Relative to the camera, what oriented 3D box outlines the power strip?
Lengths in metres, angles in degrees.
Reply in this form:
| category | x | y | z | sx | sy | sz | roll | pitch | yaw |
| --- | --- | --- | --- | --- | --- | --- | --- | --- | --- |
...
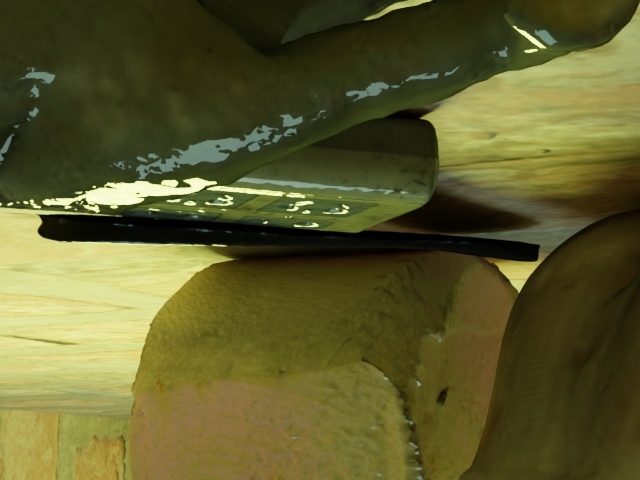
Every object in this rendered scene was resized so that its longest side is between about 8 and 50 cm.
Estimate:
| category | x | y | z | sx | sy | sz | roll | pitch | yaw |
| --- | --- | --- | --- | --- | --- | --- | --- | --- | --- |
| power strip | -0.088 | -0.032 | 0.608 | 0.268 | 0.034 | 0.092 | 4 | 171 | -20 |

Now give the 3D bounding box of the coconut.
| category | x | y | z | sx | sy | sz | roll | pitch | yaw |
| --- | --- | --- | --- | --- | --- | --- | --- | --- | --- |
| coconut | 0.001 | 0.119 | 0.985 | 0.245 | 0.233 | 0.233 | -9 | 167 | 35 |

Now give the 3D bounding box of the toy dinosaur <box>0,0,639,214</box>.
| category | x | y | z | sx | sy | sz | roll | pitch | yaw |
| --- | --- | --- | --- | --- | --- | --- | --- | --- | --- |
| toy dinosaur | -0.075 | -0.046 | 0.339 | 0.294 | 0.077 | 0.162 | 0 | 169 | -19 |

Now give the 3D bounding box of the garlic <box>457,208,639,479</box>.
| category | x | y | z | sx | sy | sz | roll | pitch | yaw |
| --- | --- | --- | --- | --- | --- | --- | --- | --- | --- |
| garlic | 0.227 | 0.093 | 0.761 | 0.231 | 0.246 | 0.340 | -19 | 146 | 34 |

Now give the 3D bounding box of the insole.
| category | x | y | z | sx | sy | sz | roll | pitch | yaw |
| --- | --- | --- | --- | --- | --- | --- | --- | --- | --- |
| insole | 0.000 | 0.000 | 0.768 | 0.110 | 0.012 | 0.309 | 4 | -179 | 37 |
